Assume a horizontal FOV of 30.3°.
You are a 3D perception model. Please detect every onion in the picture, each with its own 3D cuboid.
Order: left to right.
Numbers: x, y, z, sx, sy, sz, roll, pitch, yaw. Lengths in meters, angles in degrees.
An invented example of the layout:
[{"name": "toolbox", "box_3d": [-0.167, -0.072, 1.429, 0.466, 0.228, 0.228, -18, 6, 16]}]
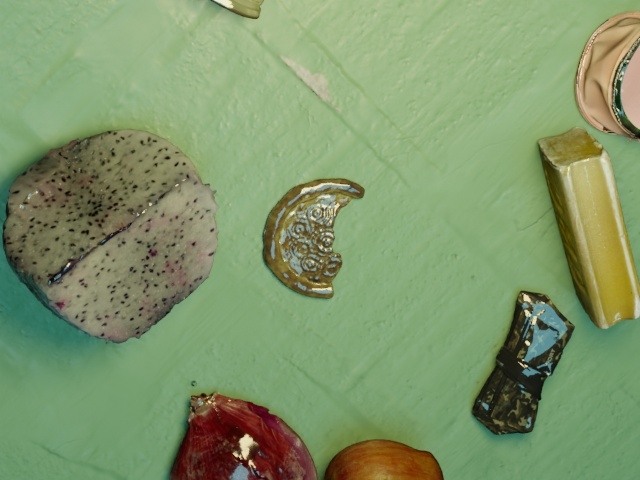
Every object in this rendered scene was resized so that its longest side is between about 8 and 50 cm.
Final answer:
[{"name": "onion", "box_3d": [-0.130, 0.368, 1.866, 0.227, 0.120, 0.283, -31, 110, -5]}]

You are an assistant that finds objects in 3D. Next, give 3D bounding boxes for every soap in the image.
[{"name": "soap", "box_3d": [0.415, -0.021, 1.814, 0.089, 0.173, 0.274, -17, 109, 4]}]

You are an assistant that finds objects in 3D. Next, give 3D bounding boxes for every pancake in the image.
[{"name": "pancake", "box_3d": [0.000, 0.000, 1.823, 0.184, 0.020, 0.190, -23, 111, -4]}]

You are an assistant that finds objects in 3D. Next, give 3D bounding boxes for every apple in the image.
[{"name": "apple", "box_3d": [0.096, 0.422, 1.876, 0.188, 0.211, 0.211, 10, 106, -9]}]

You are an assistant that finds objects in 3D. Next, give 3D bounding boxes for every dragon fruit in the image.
[{"name": "dragon fruit", "box_3d": [-0.297, -0.008, 1.680, 0.283, 0.204, 0.221, -39, 140, -13]}]

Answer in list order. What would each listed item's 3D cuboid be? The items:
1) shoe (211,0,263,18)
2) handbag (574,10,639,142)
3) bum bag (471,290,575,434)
[{"name": "shoe", "box_3d": [-0.184, -0.407, 1.617, 0.275, 0.103, 0.098, 27, 100, -24]}, {"name": "handbag", "box_3d": [0.494, -0.247, 1.783, 0.179, 0.116, 0.205, 16, 103, -16]}, {"name": "bum bag", "box_3d": [0.332, 0.205, 1.924, 0.102, 0.069, 0.248, 25, 106, 20]}]
